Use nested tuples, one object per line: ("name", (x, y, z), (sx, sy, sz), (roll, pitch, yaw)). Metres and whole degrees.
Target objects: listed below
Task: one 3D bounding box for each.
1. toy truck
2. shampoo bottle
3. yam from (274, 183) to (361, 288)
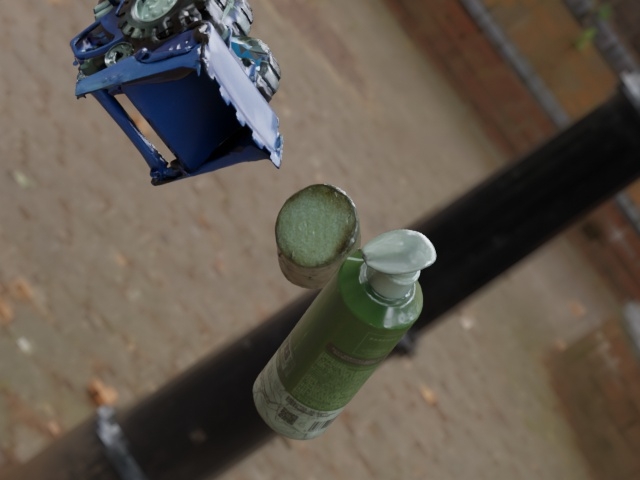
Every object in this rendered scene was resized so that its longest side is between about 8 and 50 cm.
("toy truck", (-0.107, -0.129, 1.358), (0.113, 0.126, 0.208), (53, 9, -42))
("shampoo bottle", (0.017, 0.058, 1.269), (0.065, 0.204, 0.065), (13, 53, -18))
("yam", (0.000, 0.000, 1.494), (0.070, 0.069, 0.146), (57, -5, 10))
